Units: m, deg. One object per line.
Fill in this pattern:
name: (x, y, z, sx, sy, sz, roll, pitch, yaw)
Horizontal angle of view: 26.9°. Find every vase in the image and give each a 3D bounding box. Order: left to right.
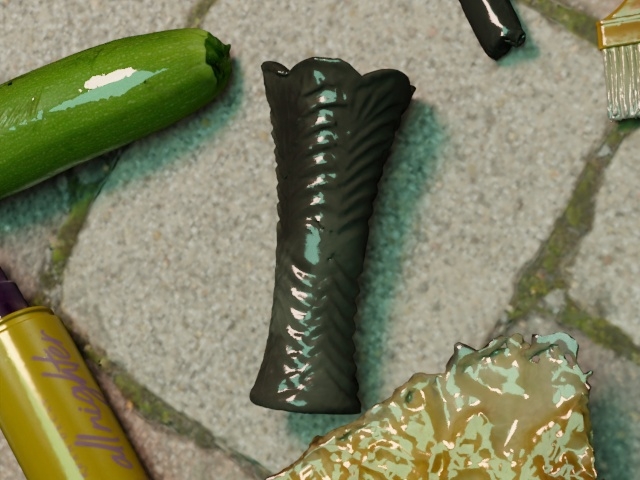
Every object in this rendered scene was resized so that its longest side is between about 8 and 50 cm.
vase: (0.000, 0.000, 0.933, 0.115, 0.115, 0.237, 5, 86, 19)

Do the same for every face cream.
face cream: (-0.206, 0.114, 0.994, 0.078, 0.078, 0.273, -35, 73, 11)

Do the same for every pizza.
pizza: (0.022, 0.301, 0.892, 0.392, 0.080, 0.435, -11, 78, 17)

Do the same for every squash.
squash: (-0.205, -0.092, 1.021, 0.292, 0.082, 0.082, -22, 76, 14)

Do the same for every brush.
brush: (0.236, -0.220, 0.928, 0.103, 0.013, 0.272, -8, 79, 17)

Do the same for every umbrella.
umbrella: (0.107, -0.190, 0.958, 0.036, 0.031, 0.133, -26, 74, 12)
